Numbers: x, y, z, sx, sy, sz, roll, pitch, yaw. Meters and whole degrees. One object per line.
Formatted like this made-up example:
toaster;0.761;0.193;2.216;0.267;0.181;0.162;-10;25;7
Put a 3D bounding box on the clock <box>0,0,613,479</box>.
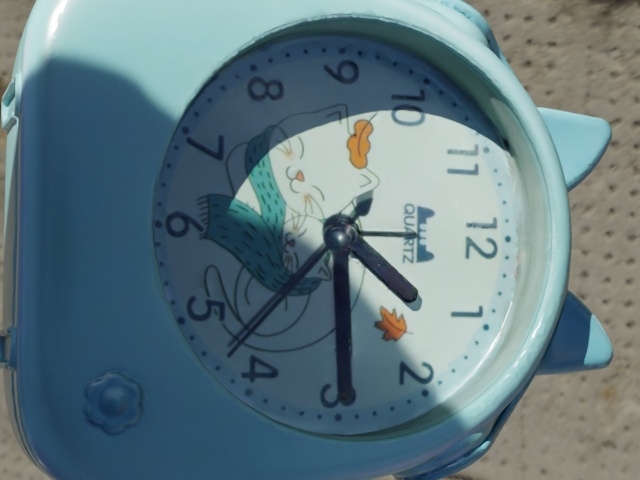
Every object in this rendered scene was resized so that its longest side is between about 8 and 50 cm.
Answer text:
clock;0.000;0.000;0.603;0.094;0.274;0.223;168;105;-70
